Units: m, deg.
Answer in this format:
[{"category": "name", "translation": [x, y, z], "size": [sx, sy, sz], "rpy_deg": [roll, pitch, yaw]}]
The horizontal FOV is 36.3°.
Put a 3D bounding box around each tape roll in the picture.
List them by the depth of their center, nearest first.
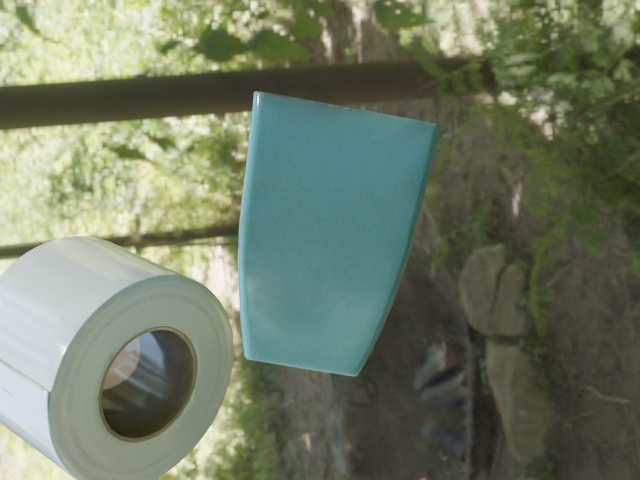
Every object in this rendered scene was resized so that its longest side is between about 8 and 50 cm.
[{"category": "tape roll", "translation": [-0.240, 0.132, 1.089], "size": [0.169, 0.246, 0.246], "rpy_deg": [20, 120, 40]}]

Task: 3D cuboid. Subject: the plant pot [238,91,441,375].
[{"category": "plant pot", "translation": [0.000, 0.000, 0.917], "size": [0.165, 0.165, 0.234], "rpy_deg": [-174, 93, -85]}]
